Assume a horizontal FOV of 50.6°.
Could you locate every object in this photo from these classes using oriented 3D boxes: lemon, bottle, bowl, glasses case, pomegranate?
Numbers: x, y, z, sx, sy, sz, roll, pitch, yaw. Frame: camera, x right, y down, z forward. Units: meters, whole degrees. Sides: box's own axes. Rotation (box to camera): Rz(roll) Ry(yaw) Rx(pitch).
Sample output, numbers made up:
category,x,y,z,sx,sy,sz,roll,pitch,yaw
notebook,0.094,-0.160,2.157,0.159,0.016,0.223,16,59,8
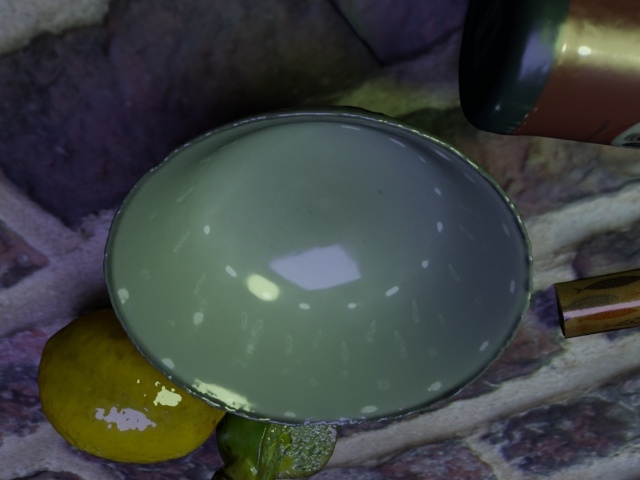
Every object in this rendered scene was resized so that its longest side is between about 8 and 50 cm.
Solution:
category,x,y,z,sx,sy,sz,roll,pitch,yaw
lemon,-0.195,0.155,0.729,0.207,0.170,0.170,16,129,-12
bottle,0.278,-0.124,0.483,0.336,0.144,0.144,8,130,-6
bowl,0.000,0.000,0.590,0.337,0.158,0.337,1,130,1
glasses case,0.336,0.065,0.703,0.169,0.041,0.065,-12,129,12
pomegranate,-0.071,0.233,0.807,0.169,0.122,0.143,-24,134,-31
